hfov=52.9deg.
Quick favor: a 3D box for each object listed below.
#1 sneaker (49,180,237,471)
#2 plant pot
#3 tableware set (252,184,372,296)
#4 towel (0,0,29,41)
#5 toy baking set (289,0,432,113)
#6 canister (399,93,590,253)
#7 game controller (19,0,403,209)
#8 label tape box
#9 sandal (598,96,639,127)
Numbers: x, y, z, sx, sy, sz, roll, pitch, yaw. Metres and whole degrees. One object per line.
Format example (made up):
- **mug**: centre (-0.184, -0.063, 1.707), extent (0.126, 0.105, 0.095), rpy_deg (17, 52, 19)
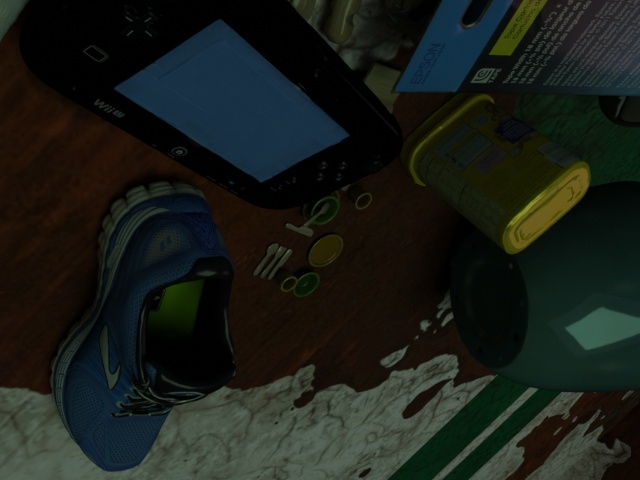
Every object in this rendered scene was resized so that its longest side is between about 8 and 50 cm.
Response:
- **sneaker**: centre (-0.165, 0.115, 0.608), extent (0.130, 0.147, 0.330), rpy_deg (-3, 128, -37)
- **plant pot**: centre (0.320, 0.071, 0.868), extent (0.235, 0.293, 0.293), rpy_deg (-4, 129, -19)
- **tableware set**: centre (0.000, 0.000, 0.734), extent (0.104, 0.024, 0.154), rpy_deg (23, 109, -48)
- **towel**: centre (-0.339, -0.136, 0.312), extent (0.324, 0.056, 0.312), rpy_deg (-47, 140, 7)
- **toy baking set**: centre (0.031, -0.209, 0.569), extent (0.197, 0.030, 0.256), rpy_deg (-50, 145, 1)
- **canister**: centre (0.186, -0.078, 0.699), extent (0.126, 0.170, 0.073), rpy_deg (-40, 140, -1)
- **game controller**: centre (-0.063, -0.110, 0.510), extent (0.166, 0.067, 0.319), rpy_deg (-32, 147, 20)
- **label tape box**: centre (0.235, -0.248, 0.572), extent (0.334, 0.106, 0.240), rpy_deg (-4, 148, -24)
- **sandal**: centre (0.454, -0.282, 0.800), extent (0.303, 0.120, 0.086), rpy_deg (-57, 166, 20)
